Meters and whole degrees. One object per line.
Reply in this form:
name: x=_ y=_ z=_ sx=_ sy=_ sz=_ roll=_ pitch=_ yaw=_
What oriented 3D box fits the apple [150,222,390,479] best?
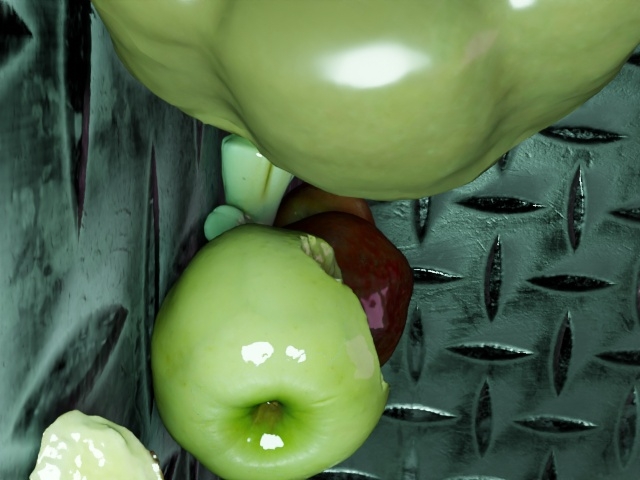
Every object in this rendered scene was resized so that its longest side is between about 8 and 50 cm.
apple: x=-0.055 y=0.121 z=1.073 sx=0.279 sy=0.279 sz=0.279 roll=3 pitch=90 yaw=-87

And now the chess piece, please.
chess piece: x=-0.088 y=-0.082 z=1.366 sx=0.176 sy=0.176 sz=0.298 roll=-29 pitch=135 yaw=-86

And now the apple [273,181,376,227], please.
apple: x=0.000 y=0.000 z=2.004 sx=0.253 sy=0.253 sz=0.253 roll=3 pitch=90 yaw=-87

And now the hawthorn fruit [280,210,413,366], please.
hawthorn fruit: x=0.001 y=0.110 z=1.662 sx=0.325 sy=0.308 sz=0.308 roll=-66 pitch=161 yaw=-53

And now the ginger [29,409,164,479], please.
ginger: x=-0.164 y=0.214 z=0.736 sx=0.122 sy=0.115 sz=0.193 roll=177 pitch=-91 yaw=-72

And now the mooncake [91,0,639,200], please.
mooncake: x=0.036 y=-0.271 z=0.729 sx=0.262 sy=0.467 sz=0.467 roll=58 pitch=35 yaw=-76
